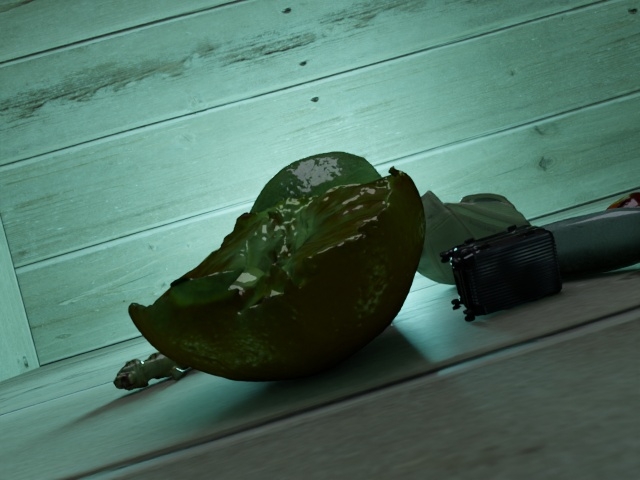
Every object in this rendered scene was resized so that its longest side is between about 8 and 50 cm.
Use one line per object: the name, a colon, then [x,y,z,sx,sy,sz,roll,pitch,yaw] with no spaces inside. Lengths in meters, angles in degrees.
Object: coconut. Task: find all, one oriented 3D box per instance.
coconut: [0.000,0.000,0.816,0.281,0.328,0.328,-12,-3,-9]

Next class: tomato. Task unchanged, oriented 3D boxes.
tomato: [0.524,-0.040,0.782,0.087,0.075,0.087,-20,-4,-1]

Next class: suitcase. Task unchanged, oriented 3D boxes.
suitcase: [0.210,0.035,0.538,0.126,0.086,0.059,-17,12,-2]

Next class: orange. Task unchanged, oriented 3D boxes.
orange: [-0.038,0.047,0.521,0.335,0.196,0.262,-15,2,6]

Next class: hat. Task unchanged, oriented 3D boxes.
hat: [0.260,0.029,0.792,0.164,0.219,0.226,-51,37,-2]

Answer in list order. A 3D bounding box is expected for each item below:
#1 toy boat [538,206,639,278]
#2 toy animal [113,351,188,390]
toy boat: [0.325,0.012,0.606,0.085,0.078,0.260,15,-24,-35]
toy animal: [-0.222,0.189,0.782,0.099,0.056,0.241,-19,-3,37]
